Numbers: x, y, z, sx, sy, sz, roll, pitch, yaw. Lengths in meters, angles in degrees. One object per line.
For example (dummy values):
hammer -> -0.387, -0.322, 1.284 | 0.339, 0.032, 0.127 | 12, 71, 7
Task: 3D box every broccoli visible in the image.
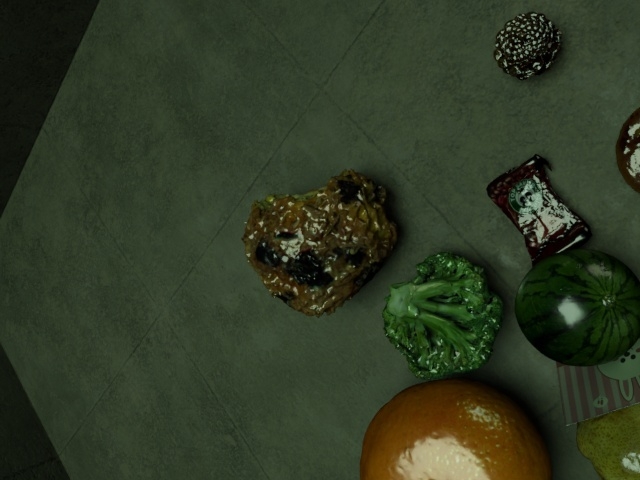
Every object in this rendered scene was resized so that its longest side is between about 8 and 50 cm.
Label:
broccoli -> 0.261, 0.168, 1.335 | 0.308, 0.275, 0.307 | -27, 55, 47

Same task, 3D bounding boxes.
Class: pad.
pad -> 0.612, 0.242, 1.153 | 0.300, 0.202, 0.005 | -33, 113, 33

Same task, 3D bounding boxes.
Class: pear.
pear -> 0.620, 0.402, 1.133 | 0.211, 0.188, 0.228 | -43, 38, 24

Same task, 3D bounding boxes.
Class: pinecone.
pinecone -> 0.443, -0.409, 1.236 | 0.140, 0.121, 0.140 | 3, 94, 36

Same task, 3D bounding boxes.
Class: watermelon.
watermelon -> 0.516, 0.134, 1.160 | 0.242, 0.242, 0.242 | 4, 96, 34

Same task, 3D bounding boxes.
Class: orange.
orange -> 0.299, 0.515, 1.296 | 0.424, 0.326, 0.423 | -4, 82, 27

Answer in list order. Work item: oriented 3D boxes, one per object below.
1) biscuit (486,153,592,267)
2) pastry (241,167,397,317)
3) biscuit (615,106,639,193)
biscuit -> 0.478, -0.063, 1.277 | 0.151, 0.063, 0.235 | -38, 70, 30
pastry -> -0.004, 0.016, 1.488 | 0.405, 0.292, 0.337 | -16, 96, 25
biscuit -> 0.692, -0.181, 1.135 | 0.212, 0.036, 0.212 | 3, 96, 33
